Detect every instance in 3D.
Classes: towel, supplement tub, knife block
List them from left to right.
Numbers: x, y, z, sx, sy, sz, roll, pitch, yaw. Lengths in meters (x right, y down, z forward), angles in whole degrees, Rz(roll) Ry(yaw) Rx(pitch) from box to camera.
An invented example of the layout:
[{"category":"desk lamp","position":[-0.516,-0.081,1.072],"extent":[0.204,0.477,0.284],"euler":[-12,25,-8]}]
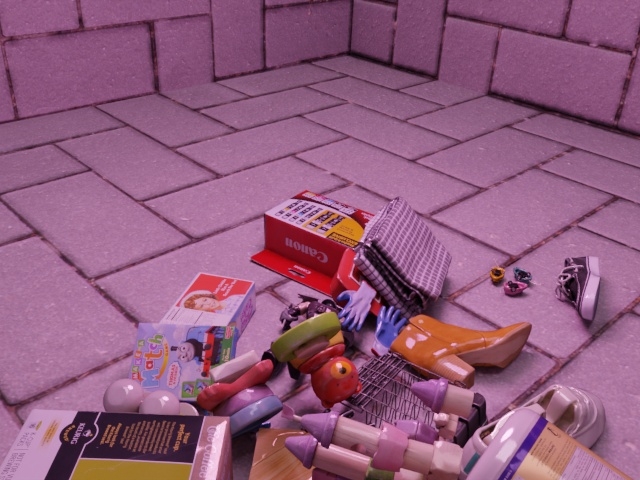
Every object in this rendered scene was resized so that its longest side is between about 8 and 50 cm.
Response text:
[{"category":"knife block","position":[-0.001,0.413,1.130],"extent":[0.242,0.088,0.275],"euler":[3,29,3]},{"category":"towel","position":[0.217,0.036,1.650],"extent":[0.121,0.235,0.283],"euler":[-34,12,31]},{"category":"supplement tub","position":[0.372,0.433,0.942],"extent":[0.331,0.241,0.241],"euler":[34,40,23]}]

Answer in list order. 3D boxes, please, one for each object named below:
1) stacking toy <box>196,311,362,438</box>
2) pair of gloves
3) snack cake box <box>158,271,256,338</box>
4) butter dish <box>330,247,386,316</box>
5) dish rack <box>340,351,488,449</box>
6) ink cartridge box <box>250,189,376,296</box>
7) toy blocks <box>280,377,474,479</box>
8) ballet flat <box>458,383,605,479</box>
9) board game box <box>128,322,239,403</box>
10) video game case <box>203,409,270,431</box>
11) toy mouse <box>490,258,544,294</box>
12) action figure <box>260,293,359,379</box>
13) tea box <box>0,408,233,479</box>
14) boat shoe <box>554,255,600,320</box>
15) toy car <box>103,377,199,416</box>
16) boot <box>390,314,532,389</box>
[{"category":"stacking toy","position":[-0.059,0.265,1.173],"extent":[0.309,0.279,0.130],"euler":[-26,72,-15]},{"category":"pair of gloves","position":[0.121,0.181,1.503],"extent":[0.198,0.023,0.159],"euler":[45,43,-8]},{"category":"snack cake box","position":[-0.265,0.185,1.511],"extent":[0.152,0.089,0.264],"euler":[8,30,12]},{"category":"butter dish","position":[0.079,0.128,1.624],"extent":[0.160,0.118,0.160],"euler":[44,29,-12]},{"category":"dish rack","position":[0.182,0.333,1.308],"extent":[0.272,0.074,0.208],"euler":[21,33,32]},{"category":"ink cartridge box","position":[0.000,0.000,1.816],"extent":[0.310,0.130,0.272],"euler":[22,35,29]},{"category":"toy blocks","position":[0.069,0.346,1.005],"extent":[0.260,0.288,0.309],"euler":[15,48,10]},{"category":"ballet flat","position":[0.424,0.351,1.230],"extent":[0.400,0.139,0.139],"euler":[-17,35,-31]},{"category":"board game box","position":[-0.284,0.254,1.336],"extent":[0.212,0.039,0.160],"euler":[0,66,9]},{"category":"video game case","position":[-0.181,0.334,1.330],"extent":[0.119,0.015,0.166],"euler":[-9,32,-18]},{"category":"toy mouse","position":[0.530,0.114,1.756],"extent":[0.143,0.031,0.161],"euler":[12,31,16]},{"category":"action figure","position":[-0.027,0.212,1.485],"extent":[0.185,0.099,0.285],"euler":[9,26,25]},{"category":"tea box","position":[-0.304,0.439,0.930],"extent":[0.324,0.219,0.329],"euler":[2,30,1]},{"category":"boat shoe","position":[0.671,0.112,1.692],"extent":[0.105,0.113,0.306],"euler":[7,27,20]},{"category":"toy car","position":[-0.323,0.345,1.197],"extent":[0.182,0.159,0.136],"euler":[13,66,17]},{"category":"boot","position":[0.321,0.219,1.483],"extent":[0.295,0.104,0.211],"euler":[-24,39,-33]}]
